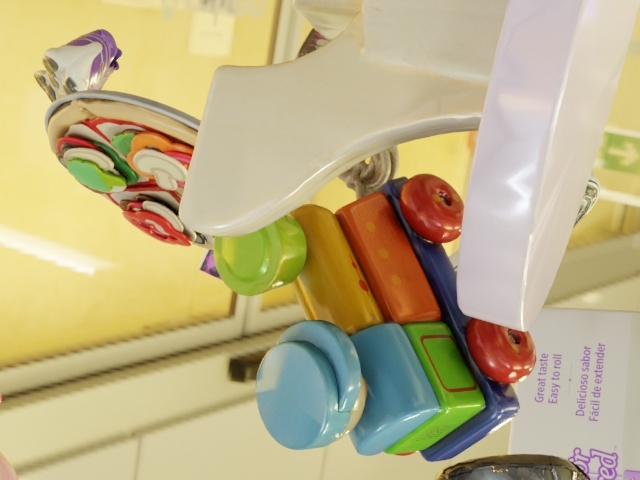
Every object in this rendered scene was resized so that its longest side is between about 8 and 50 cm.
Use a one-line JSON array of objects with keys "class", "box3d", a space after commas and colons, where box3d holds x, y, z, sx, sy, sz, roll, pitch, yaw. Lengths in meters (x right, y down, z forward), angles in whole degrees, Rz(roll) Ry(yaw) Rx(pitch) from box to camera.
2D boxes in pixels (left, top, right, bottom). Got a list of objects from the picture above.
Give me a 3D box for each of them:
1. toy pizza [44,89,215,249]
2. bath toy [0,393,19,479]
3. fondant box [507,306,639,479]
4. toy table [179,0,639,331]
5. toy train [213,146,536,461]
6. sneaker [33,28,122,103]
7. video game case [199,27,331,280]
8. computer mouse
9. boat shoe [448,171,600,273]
[{"class": "toy pizza", "box3d": [-0.115, -0.040, 0.976, 0.201, 0.032, 0.201, 20, 156, 9]}, {"class": "bath toy", "box3d": [-0.219, 0.187, 0.754, 0.151, 0.129, 0.348, -19, -125, 2]}, {"class": "fondant box", "box3d": [0.337, 0.191, 1.175, 0.330, 0.238, 0.096, 1, 164, 25]}, {"class": "toy table", "box3d": [0.047, -0.115, 0.552, 0.161, 0.274, 0.252, 14, 167, 16]}, {"class": "toy train", "box3d": [0.000, 0.000, 0.712, 0.143, 0.105, 0.248, 3, -124, -47]}, {"class": "sneaker", "box3d": [-0.216, -0.151, 1.223, 0.071, 0.068, 0.170, -38, -173, -17]}, {"class": "video game case", "box3d": [-0.028, -0.101, 1.217, 0.042, 0.232, 0.210, 27, -150, -2]}, {"class": "computer mouse", "box3d": [0.172, 0.200, 0.822, 0.184, 0.060, 0.262, -5, 150, 12]}, {"class": "boat shoe", "box3d": [0.197, 0.017, 1.318, 0.078, 0.219, 0.070, 38, -164, -42]}]
